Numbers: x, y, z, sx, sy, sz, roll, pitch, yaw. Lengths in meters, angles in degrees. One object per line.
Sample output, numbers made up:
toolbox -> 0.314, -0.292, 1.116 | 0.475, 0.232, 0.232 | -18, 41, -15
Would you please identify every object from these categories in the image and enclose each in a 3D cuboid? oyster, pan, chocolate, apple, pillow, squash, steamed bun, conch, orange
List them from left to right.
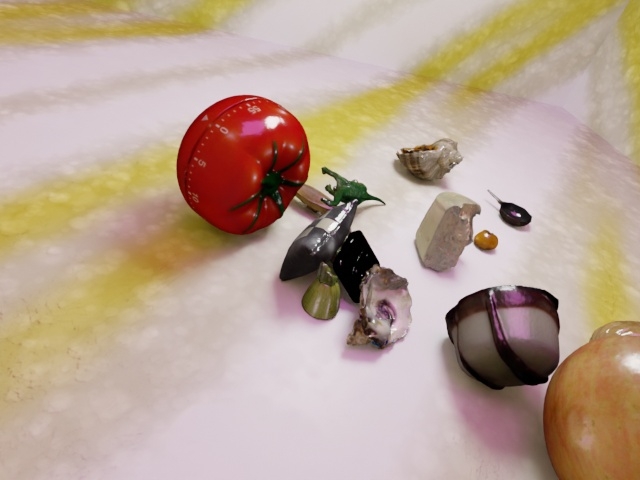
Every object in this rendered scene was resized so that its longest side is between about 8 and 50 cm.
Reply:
pillow -> 0.000, 0.000, 1.205 | 0.106, 0.186, 0.250 | 45, 51, -4
squash -> 0.016, 0.119, 1.128 | 0.105, 0.132, 0.105 | 11, 37, -8
oyster -> 0.157, 0.172, 1.142 | 0.222, 0.083, 0.214 | 22, 67, -38
conch -> 0.449, -0.323, 1.849 | 0.291, 0.159, 0.210 | 1, 28, 47
steamed bun -> 0.420, -0.038, 1.418 | 0.170, 0.226, 0.200 | 14, 36, -7
orange -> 0.591, -0.003, 1.584 | 0.086, 0.062, 0.086 | 10, 41, -9
chocolate -> 0.447, 0.252, 1.077 | 0.283, 0.284, 0.186 | 10, 54, -12
pan -> 0.767, -0.125, 1.819 | 0.128, 0.048, 0.202 | 2, 42, -23
apple -> 0.644, 0.398, 0.870 | 0.391, 0.391, 0.346 | 30, 57, 14

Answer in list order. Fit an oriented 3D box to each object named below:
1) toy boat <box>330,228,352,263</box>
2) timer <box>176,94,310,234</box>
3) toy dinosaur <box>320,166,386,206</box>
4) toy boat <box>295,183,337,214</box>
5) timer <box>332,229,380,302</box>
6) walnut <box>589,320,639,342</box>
toy boat -> 0.060, 0.018, 1.321 | 0.089, 0.071, 0.185 | 17, 37, -1
timer -> -0.209, -0.210, 1.235 | 0.279, 0.378, 0.378 | 38, 41, 25
toy dinosaur -> 0.120, -0.137, 1.420 | 0.447, 0.087, 0.301 | 11, 19, -36
toy boat -> -0.023, -0.132, 1.468 | 0.206, 0.072, 0.064 | 34, 66, 17
timer -> 0.108, 0.070, 1.235 | 0.144, 0.055, 0.187 | 59, 34, -20
walnut -> 0.831, 0.323, 1.176 | 0.260, 0.225, 0.225 | 14, 38, -9
